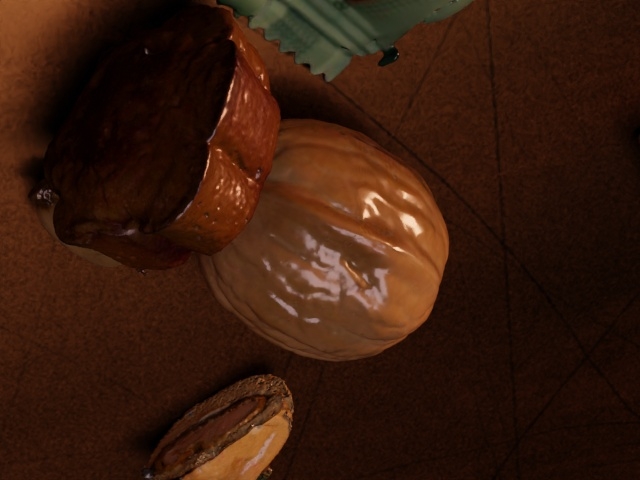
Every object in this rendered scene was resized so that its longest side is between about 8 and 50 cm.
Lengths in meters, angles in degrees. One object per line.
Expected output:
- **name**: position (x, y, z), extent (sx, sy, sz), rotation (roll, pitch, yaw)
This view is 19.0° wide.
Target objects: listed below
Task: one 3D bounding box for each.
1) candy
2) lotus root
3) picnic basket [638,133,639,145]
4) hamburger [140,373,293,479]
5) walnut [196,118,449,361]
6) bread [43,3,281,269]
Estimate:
- **candy**: position (0.088, -0.316, 1.750), extent (0.398, 0.172, 0.263), rotation (-36, 131, 14)
- **lotus root**: position (-0.217, -0.018, 1.830), extent (0.150, 0.062, 0.073), rotation (36, 77, -34)
- **picnic basket**: position (0.447, -0.060, 2.036), extent (0.154, 0.134, 0.196), rotation (-36, 125, 1)
- **hamburger**: position (-0.098, 0.219, 2.000), extent (0.176, 0.087, 0.102), rotation (-37, 136, -8)
- **walnut**: position (0.000, 0.000, 1.841), extent (0.261, 0.225, 0.225), rotation (26, 105, -26)
- **bread**: position (-0.144, -0.093, 1.721), extent (0.135, 0.232, 0.246), rotation (39, 54, -44)
